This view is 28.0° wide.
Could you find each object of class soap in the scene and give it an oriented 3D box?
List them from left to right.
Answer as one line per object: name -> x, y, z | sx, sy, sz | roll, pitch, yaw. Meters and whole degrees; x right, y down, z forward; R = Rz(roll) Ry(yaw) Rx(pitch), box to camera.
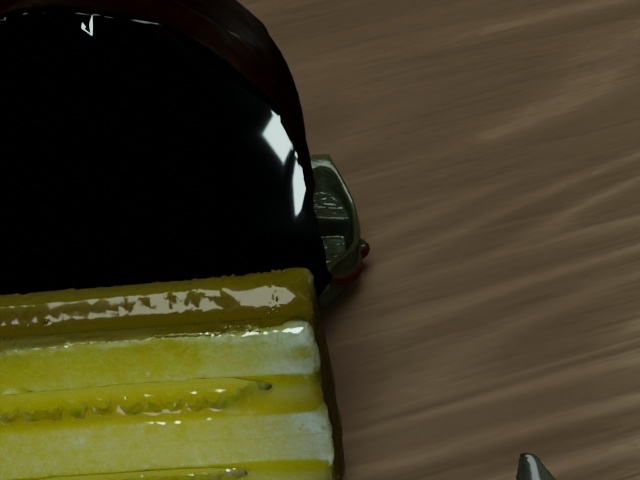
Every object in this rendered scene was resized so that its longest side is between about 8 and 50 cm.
soap -> -0.145, 0.127, 0.923 | 0.315, 0.199, 0.091 | -7, 32, 6

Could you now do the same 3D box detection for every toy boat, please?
toy boat -> 0.000, 0.000, 1.156 | 0.089, 0.071, 0.185 | -2, 40, 2

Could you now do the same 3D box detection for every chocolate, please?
chocolate -> -0.165, -0.058, 1.097 | 0.383, 0.384, 0.331 | -3, 20, 10

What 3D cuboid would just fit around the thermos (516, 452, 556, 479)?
thermos -> 0.105, 0.233, 0.706 | 0.146, 0.176, 0.265 | -16, 2, 30
